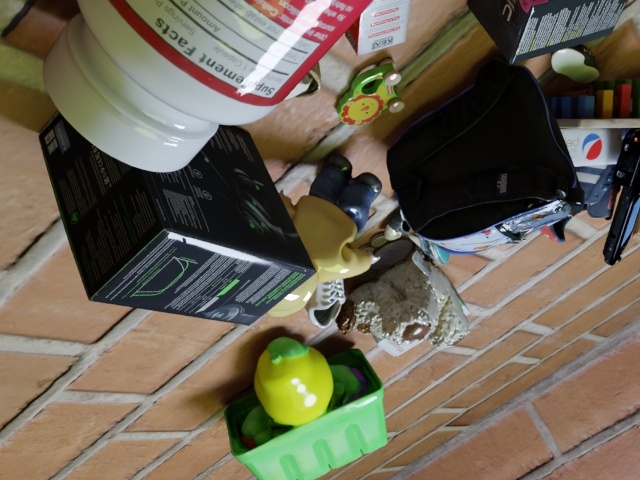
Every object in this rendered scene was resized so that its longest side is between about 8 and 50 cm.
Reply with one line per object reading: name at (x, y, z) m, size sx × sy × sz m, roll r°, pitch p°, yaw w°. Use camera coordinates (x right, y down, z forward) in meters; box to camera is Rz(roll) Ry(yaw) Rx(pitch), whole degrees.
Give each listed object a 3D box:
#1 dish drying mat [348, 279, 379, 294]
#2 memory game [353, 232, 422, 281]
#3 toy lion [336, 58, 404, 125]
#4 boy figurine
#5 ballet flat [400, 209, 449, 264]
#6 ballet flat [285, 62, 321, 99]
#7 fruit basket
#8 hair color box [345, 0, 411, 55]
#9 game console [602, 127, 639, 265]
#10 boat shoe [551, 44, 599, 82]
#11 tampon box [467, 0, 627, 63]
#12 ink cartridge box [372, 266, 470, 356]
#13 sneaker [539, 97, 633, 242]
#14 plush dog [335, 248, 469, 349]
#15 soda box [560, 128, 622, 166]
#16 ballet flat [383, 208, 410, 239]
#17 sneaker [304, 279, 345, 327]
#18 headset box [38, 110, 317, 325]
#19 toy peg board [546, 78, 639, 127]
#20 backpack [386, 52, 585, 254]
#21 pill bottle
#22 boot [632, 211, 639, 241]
dish drying mat at (0.100, 0.098, 1.612) m, size 0.083 × 0.008 × 0.032 m, roll -16°, pitch 159°, yaw -7°
memory game at (0.140, 0.025, 1.536) m, size 0.186 × 0.012 × 0.186 m, roll -21°, pitch 151°, yaw -12°
toy lion at (0.068, -0.203, 1.088) m, size 0.096 × 0.034 × 0.100 m, roll -19°, pitch 151°, yaw 1°
boy figurine at (0.000, 0.000, 1.109) m, size 0.285 × 0.177 × 0.092 m, roll -61°, pitch -179°, yaw -39°
ballet flat at (0.183, -0.033, 1.379) m, size 0.070 × 0.070 × 0.188 m, roll -25°, pitch 123°, yaw -4°
ballet flat at (-0.084, -0.201, 0.923) m, size 0.206 × 0.067 × 0.073 m, roll -9°, pitch 148°, yaw -28°
fruit basket at (-0.051, 0.350, 1.734) m, size 0.392 × 0.283 × 0.392 m, roll -3°, pitch 105°, yaw -12°
hair color box at (0.071, -0.296, 0.922) m, size 0.072 × 0.043 × 0.141 m, roll -19°, pitch 149°, yaw -13°
game console at (0.606, -0.112, 1.435) m, size 0.213 × 0.044 × 0.361 m, roll -34°, pitch 141°, yaw -31°
boat shoe at (0.399, -0.288, 1.213) m, size 0.049 × 0.042 × 0.133 m, roll -22°, pitch 159°, yaw 38°
tampon box at (0.296, -0.321, 0.986) m, size 0.161 × 0.120 × 0.101 m, roll -19°, pitch 151°, yaw -15°
ink cartridge box at (0.221, 0.169, 1.759) m, size 0.208 × 0.087 × 0.153 m, roll -33°, pitch 151°, yaw 9°
sneaker at (0.554, -0.129, 1.487) m, size 0.131 × 0.148 × 0.350 m, roll 6°, pitch 137°, yaw -45°
plush dog at (0.144, 0.125, 1.535) m, size 0.225 × 0.211 × 0.262 m, roll -21°, pitch 160°, yaw 29°
soda box at (0.432, -0.167, 1.360) m, size 0.216 × 0.074 × 0.069 m, roll -6°, pitch 101°, yaw -26°
ballet flat at (0.190, -0.051, 1.413) m, size 0.173 × 0.049 × 0.057 m, roll -36°, pitch 149°, yaw 15°
sneaker at (0.017, 0.077, 1.435) m, size 0.094 × 0.091 × 0.258 m, roll -19°, pitch 150°, yaw -15°
headset box at (-0.163, -0.042, 0.935) m, size 0.131 × 0.246 × 0.283 m, roll -40°, pitch 150°, yaw 22°
toy peg board at (0.450, -0.227, 1.269) m, size 0.160 × 0.079 × 0.161 m, roll -3°, pitch -171°, yaw -17°
backpack at (0.248, -0.107, 1.185) m, size 0.263 × 0.277 × 0.213 m, roll -21°, pitch 152°, yaw 17°
pill bottle at (-0.069, -0.255, 0.680) m, size 0.407 × 0.229 × 0.229 m, roll -43°, pitch 148°, yaw 27°
boot at (0.715, -0.128, 1.542) m, size 0.104 × 0.211 × 0.295 m, roll 13°, pitch 166°, yaw -3°
